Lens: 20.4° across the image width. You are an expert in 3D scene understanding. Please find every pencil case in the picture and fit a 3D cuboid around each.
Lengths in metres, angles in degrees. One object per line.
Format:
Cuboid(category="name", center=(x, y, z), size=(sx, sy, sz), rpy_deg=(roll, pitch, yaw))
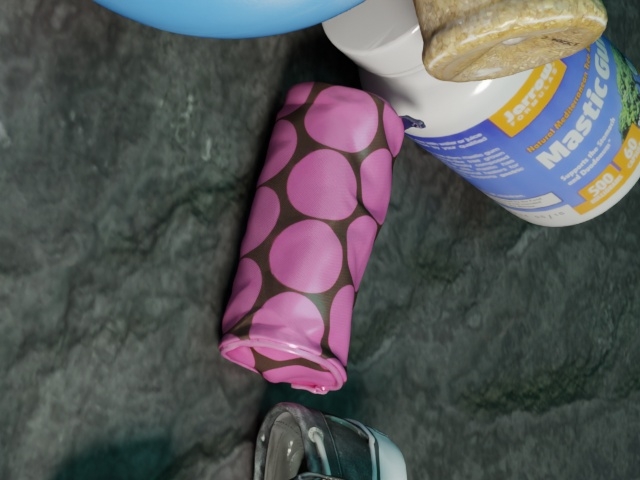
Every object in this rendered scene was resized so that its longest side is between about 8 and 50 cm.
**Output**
Cuboid(category="pencil case", center=(0.000, 0.000, 1.173), size=(0.098, 0.095, 0.209), rpy_deg=(57, 43, -53))

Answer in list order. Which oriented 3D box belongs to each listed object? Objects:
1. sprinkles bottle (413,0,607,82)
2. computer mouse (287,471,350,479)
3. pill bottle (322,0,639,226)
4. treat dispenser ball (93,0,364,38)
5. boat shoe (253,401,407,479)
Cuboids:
Cuboid(category="sprinkles bottle", center=(0.082, -0.284, 1.135), size=(0.121, 0.121, 0.355), rpy_deg=(0, 74, -53))
Cuboid(category="computer mouse", center=(-0.051, 0.168, 1.033), size=(0.242, 0.041, 0.071), rpy_deg=(-3, 61, -30))
Cuboid(category="pill bottle", center=(0.123, -0.126, 1.303), size=(0.272, 0.152, 0.152), rpy_deg=(32, 59, -47))
Cuboid(category="treat dispenser ball", center=(-0.051, -0.255, 0.980), size=(0.288, 0.288, 0.288), rpy_deg=(13, 74, -52))
Cuboid(category="boat shoe", center=(-0.008, 0.249, 1.098), size=(0.105, 0.113, 0.306), rpy_deg=(27, 60, -41))
